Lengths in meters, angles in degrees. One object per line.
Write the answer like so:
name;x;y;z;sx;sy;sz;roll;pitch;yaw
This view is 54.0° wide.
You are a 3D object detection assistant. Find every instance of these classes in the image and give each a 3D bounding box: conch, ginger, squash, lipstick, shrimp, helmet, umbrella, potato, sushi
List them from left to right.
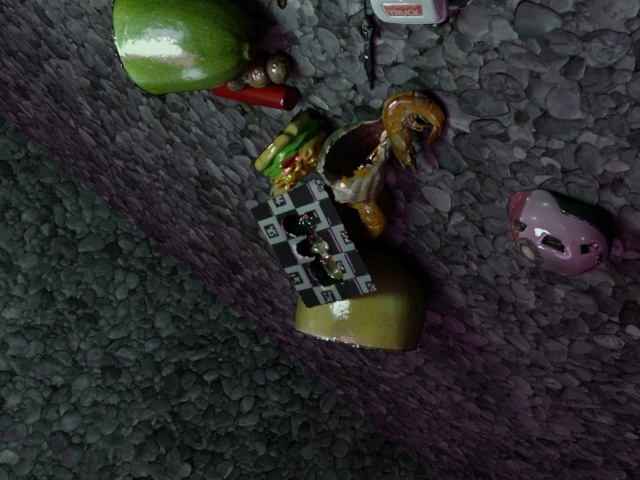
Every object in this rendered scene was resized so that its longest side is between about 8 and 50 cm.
squash;-0.308;-0.527;1.576;0.308;0.310;0.310;1;138;26
lipstick;-0.189;-0.421;1.784;0.279;0.073;0.073;20;148;32
ginger;-0.166;-0.448;1.685;0.203;0.104;0.080;-4;119;28
sushi;0.000;0.000;1.906;0.296;0.100;0.373;-20;105;39
conch;0.093;-0.225;1.668;0.209;0.159;0.291;16;118;-20
potato;0.145;0.180;2.103;0.441;0.320;0.385;10;-177;27
umbrella;0.109;-0.443;1.443;0.044;0.044;0.269;52;166;36
shrimp;0.227;-0.264;1.536;0.149;0.068;0.249;6;145;13
helmet;0.552;-0.002;1.487;0.253;0.154;0.198;10;143;33

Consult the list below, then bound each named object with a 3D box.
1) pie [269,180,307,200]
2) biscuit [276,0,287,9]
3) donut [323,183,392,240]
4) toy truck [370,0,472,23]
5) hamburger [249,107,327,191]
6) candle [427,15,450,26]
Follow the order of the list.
pie;-0.061;-0.103;2.133;0.274;0.055;0.274;28;151;18
biscuit;-0.107;-0.611;1.381;0.118;0.061;0.183;66;-174;29
donut;0.109;-0.107;1.868;0.226;0.114;0.227;29;151;17
toy truck;0.147;-0.548;1.021;0.173;0.207;0.388;14;137;34
hamburger;-0.069;-0.247;1.760;0.149;0.237;0.237;42;152;-7
candle;0.221;-0.487;1.231;0.051;0.052;0.131;16;145;34
